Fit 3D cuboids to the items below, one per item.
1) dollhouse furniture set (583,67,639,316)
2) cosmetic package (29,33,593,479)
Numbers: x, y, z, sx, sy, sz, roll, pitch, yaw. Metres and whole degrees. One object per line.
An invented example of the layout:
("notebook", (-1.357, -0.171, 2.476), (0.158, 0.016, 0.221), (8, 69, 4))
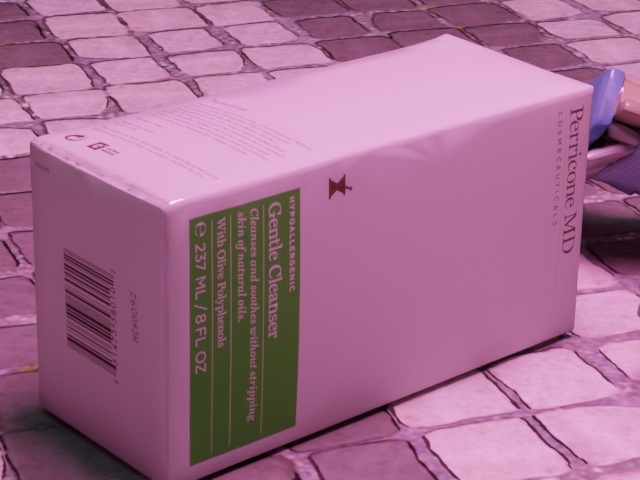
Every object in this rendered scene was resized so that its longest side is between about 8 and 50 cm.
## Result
("dollhouse furniture set", (0.317, 0.010, 1.466), (0.286, 0.198, 0.303), (19, -13, -11))
("cosmetic package", (0.000, 0.000, 1.303), (0.365, 0.197, 0.155), (-18, 29, -36))
